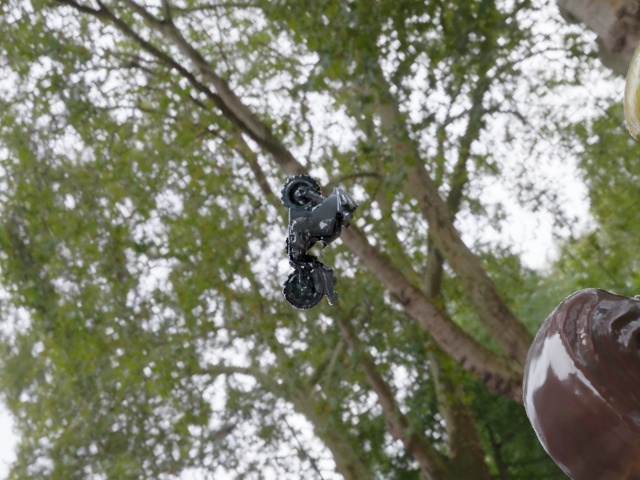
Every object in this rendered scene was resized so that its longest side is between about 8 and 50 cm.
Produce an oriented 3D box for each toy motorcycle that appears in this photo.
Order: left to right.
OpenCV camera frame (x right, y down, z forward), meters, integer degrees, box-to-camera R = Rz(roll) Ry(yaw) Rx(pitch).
[{"bbox_3d":[0.000,0.000,1.666,0.159,0.270,0.106,-3,-10,-1],"label":"toy motorcycle"}]

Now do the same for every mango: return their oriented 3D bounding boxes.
[{"bbox_3d":[0.776,-0.361,1.892,0.253,0.182,0.365,-60,-13,-22],"label":"mango"}]

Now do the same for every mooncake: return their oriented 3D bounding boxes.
[{"bbox_3d":[0.455,0.217,1.139,0.334,0.325,0.174,-4,-40,-16],"label":"mooncake"}]
